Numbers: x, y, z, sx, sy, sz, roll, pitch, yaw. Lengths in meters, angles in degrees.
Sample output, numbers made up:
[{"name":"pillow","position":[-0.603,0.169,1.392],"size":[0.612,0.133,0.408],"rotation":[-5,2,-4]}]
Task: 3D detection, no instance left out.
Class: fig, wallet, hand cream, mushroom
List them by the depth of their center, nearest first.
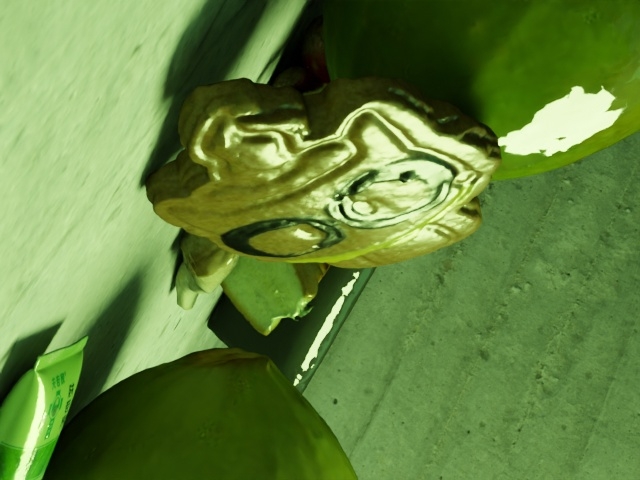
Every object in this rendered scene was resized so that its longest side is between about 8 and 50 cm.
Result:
[{"name":"hand cream","position":[-0.193,0.143,0.696],"size":[0.175,0.046,0.095],"rotation":[-62,175,5]},{"name":"fig","position":[0.133,-0.178,0.828],"size":[0.316,0.316,0.316],"rotation":[-60,178,-3]},{"name":"fig","position":[-0.108,0.257,0.934],"size":[0.343,0.343,0.343],"rotation":[-60,178,-3]},{"name":"mushroom","position":[-0.113,0.024,1.066],"size":[0.059,0.054,0.202],"rotation":[-53,-178,-18]},{"name":"wallet","position":[0.001,0.000,1.597],"size":[0.228,0.062,0.406],"rotation":[36,-84,47]}]

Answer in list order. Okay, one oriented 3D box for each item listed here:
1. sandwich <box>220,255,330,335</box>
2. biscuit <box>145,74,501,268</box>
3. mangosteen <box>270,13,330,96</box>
[{"name":"sandwich","position":[-0.053,0.025,1.416],"size":[0.122,0.128,0.235],"rotation":[-54,-178,15]},{"name":"biscuit","position":[0.011,-0.034,0.743],"size":[0.209,0.041,0.290],"rotation":[-21,154,27]},{"name":"mangosteen","position":[0.042,-0.114,1.015],"size":[0.250,0.211,0.211],"rotation":[-10,138,-47]}]
